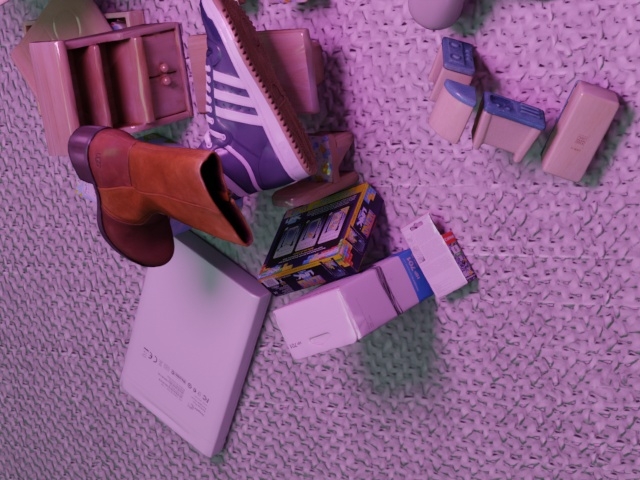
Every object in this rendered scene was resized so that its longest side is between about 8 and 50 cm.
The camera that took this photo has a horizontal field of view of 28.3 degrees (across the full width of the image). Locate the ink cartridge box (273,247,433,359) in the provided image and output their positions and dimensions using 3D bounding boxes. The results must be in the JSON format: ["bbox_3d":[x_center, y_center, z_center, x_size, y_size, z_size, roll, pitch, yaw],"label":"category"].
[{"bbox_3d":[0.049,0.089,1.817,0.140,0.191,0.082,-21,93,41],"label":"ink cartridge box"}]

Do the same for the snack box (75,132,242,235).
[{"bbox_3d":[-0.254,-0.091,2.005,0.207,0.174,0.070,23,121,30],"label":"snack box"}]

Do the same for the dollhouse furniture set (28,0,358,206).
[{"bbox_3d":[-0.188,-0.233,1.845,0.394,0.256,0.362,4,109,38],"label":"dollhouse furniture set"}]

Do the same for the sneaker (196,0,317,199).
[{"bbox_3d":[-0.131,-0.187,1.710,0.153,0.099,0.282,-23,101,20],"label":"sneaker"}]

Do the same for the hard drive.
[{"bbox_3d":[-0.220,0.169,2.159,0.233,0.047,0.353,35,125,25],"label":"hard drive"}]

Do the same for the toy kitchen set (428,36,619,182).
[{"bbox_3d":[0.255,-0.194,1.635,0.207,0.166,0.122,17,124,-8],"label":"toy kitchen set"}]

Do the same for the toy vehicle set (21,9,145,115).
[{"bbox_3d":[-0.389,-0.295,2.130,0.267,0.035,0.166,3,108,38],"label":"toy vehicle set"}]

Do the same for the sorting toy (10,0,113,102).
[{"bbox_3d":[-0.407,-0.298,2.099,0.208,0.038,0.193,-39,81,36],"label":"sorting toy"}]

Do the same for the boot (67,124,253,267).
[{"bbox_3d":[-0.192,-0.041,1.747,0.280,0.096,0.264,14,135,38],"label":"boot"}]

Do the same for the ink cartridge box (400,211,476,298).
[{"bbox_3d":[0.167,0.019,1.804,0.063,0.029,0.115,-32,84,42],"label":"ink cartridge box"}]

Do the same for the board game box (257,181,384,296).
[{"bbox_3d":[0.000,0.000,1.858,0.170,0.141,0.048,-18,128,42],"label":"board game box"}]

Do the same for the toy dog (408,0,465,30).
[{"bbox_3d":[0.232,-0.395,1.549,0.334,0.161,0.220,-12,102,56],"label":"toy dog"}]

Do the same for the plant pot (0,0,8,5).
[{"bbox_3d":[-0.414,-0.530,1.885,0.334,0.305,0.333,14,114,34],"label":"plant pot"}]
